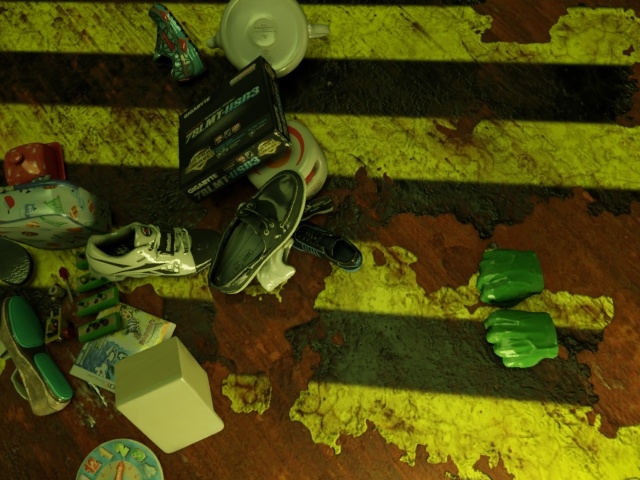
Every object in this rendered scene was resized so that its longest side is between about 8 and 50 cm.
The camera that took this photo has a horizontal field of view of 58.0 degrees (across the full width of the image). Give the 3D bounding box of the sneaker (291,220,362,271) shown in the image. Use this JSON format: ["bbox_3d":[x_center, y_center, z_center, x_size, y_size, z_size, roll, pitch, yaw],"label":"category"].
[{"bbox_3d":[0.000,0.000,1.418,0.232,0.090,0.081,25,77,12],"label":"sneaker"}]

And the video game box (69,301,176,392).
[{"bbox_3d":[-0.482,0.265,1.412,0.187,0.048,0.205,19,76,9],"label":"video game box"}]

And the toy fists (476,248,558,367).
[{"bbox_3d":[0.437,0.151,1.327,0.142,0.096,0.279,-3,71,-5],"label":"toy fists"}]

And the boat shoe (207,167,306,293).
[{"bbox_3d":[-0.155,-0.021,1.325,0.127,0.113,0.340,42,100,12],"label":"boat shoe"}]

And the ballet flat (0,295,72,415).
[{"bbox_3d":[-0.721,0.286,1.405,0.106,0.107,0.316,-36,72,9],"label":"ballet flat"}]

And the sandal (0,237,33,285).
[{"bbox_3d":[-0.840,0.038,1.522,0.255,0.054,0.097,30,71,23],"label":"sandal"}]

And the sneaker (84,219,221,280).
[{"bbox_3d":[-0.397,0.017,1.399,0.331,0.146,0.122,-10,63,-17],"label":"sneaker"}]

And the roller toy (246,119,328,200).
[{"bbox_3d":[-0.083,-0.189,1.455,0.191,0.146,0.209,-12,69,14],"label":"roller toy"}]

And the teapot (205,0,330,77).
[{"bbox_3d":[-0.145,-0.556,1.562,0.256,0.187,0.252,38,100,-11],"label":"teapot"}]

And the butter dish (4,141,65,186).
[{"bbox_3d":[-0.785,-0.200,1.547,0.160,0.118,0.160,-15,72,1],"label":"butter dish"}]

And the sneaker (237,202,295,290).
[{"bbox_3d":[-0.128,0.002,1.430,0.115,0.090,0.232,-25,81,6],"label":"sneaker"}]

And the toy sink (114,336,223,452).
[{"bbox_3d":[-0.339,0.351,1.313,0.153,0.234,0.131,-24,43,-1],"label":"toy sink"}]

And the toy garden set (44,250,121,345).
[{"bbox_3d":[-0.604,0.135,1.436,0.204,0.049,0.244,-22,62,12],"label":"toy garden set"}]

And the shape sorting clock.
[{"bbox_3d":[-0.462,0.562,1.322,0.206,0.040,0.206,-2,73,6],"label":"shape sorting clock"}]

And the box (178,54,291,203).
[{"bbox_3d":[-0.225,-0.277,1.435,0.296,0.073,0.293,-28,51,20],"label":"box"}]

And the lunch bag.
[{"bbox_3d":[-0.662,-0.058,1.394,0.243,0.303,0.114,-8,76,4],"label":"lunch bag"}]

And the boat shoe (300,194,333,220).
[{"bbox_3d":[-0.026,-0.082,1.453,0.125,0.038,0.046,-16,38,-15],"label":"boat shoe"}]

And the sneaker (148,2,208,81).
[{"bbox_3d":[-0.432,-0.555,1.626,0.125,0.104,0.261,-35,73,-3],"label":"sneaker"}]
